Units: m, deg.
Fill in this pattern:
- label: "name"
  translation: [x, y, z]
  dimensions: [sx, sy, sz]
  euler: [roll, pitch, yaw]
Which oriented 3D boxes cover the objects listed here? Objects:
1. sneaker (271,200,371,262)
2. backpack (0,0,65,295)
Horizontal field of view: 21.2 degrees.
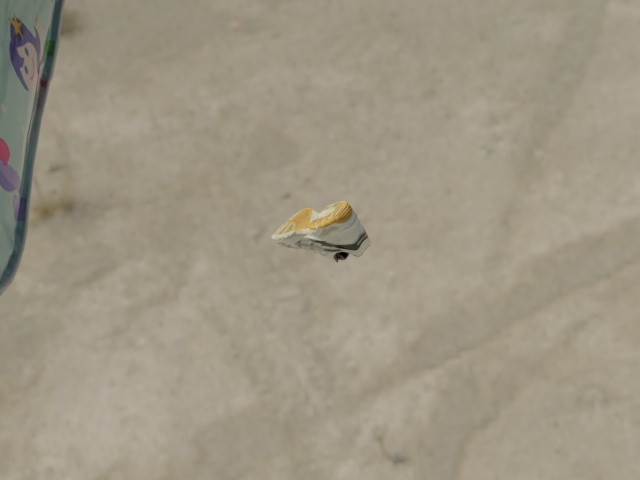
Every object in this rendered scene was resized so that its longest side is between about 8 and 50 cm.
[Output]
- label: "sneaker"
  translation: [0.000, 0.000, 1.082]
  dimensions: [0.032, 0.037, 0.083]
  euler: [-47, 19, -24]
- label: "backpack"
  translation: [-0.193, -0.060, 0.425]
  dimensions: [0.191, 0.253, 0.225]
  euler: [-32, 36, 28]
